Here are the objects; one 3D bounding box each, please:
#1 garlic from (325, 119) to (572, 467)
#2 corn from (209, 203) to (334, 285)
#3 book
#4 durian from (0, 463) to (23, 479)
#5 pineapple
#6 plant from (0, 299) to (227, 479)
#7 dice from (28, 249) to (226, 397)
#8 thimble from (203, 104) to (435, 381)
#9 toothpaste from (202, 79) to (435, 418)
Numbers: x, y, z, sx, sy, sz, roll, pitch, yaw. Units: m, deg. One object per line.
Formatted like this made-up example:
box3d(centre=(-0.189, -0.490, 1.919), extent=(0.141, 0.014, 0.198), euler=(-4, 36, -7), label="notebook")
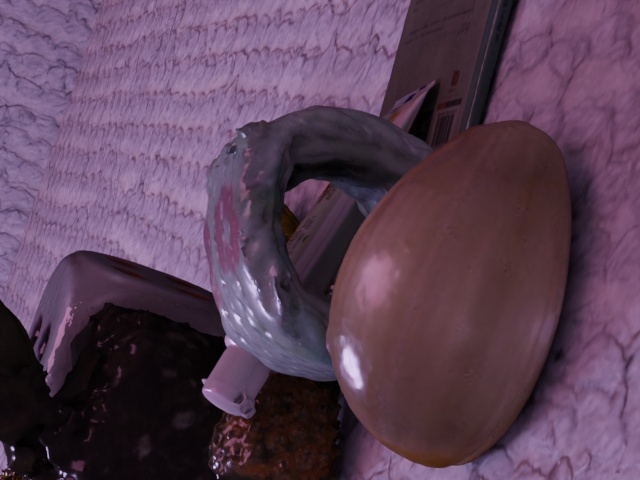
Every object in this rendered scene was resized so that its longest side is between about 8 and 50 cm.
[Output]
box3d(centre=(0.093, 0.029, 1.158), extent=(0.164, 0.145, 0.245), euler=(27, -96, -75), label="garlic")
box3d(centre=(-0.056, 0.019, 1.642), extent=(0.305, 0.106, 0.106), euler=(-119, 50, -69), label="corn")
box3d(centre=(0.108, -0.173, 1.468), extent=(0.215, 0.025, 0.283), euler=(180, 108, -71), label="book")
box3d(centre=(-0.338, 0.334, 2.148), extent=(0.158, 0.137, 0.168), euler=(-102, 35, -85), label="durian")
box3d(centre=(-0.016, 0.124, 1.433), extent=(0.108, 0.108, 0.198), euler=(-38, 25, 61), label="pineapple")
box3d(centre=(-0.200, 0.160, 1.590), extent=(0.215, 0.312, 0.213), euler=(-171, 97, -70), label="plant")
box3d(centre=(-0.204, 0.127, 1.841), extent=(0.192, 0.193, 0.194), euler=(-146, 75, -71), label="dice")
box3d(centre=(0.004, -0.002, 1.300), extent=(0.185, 0.211, 0.149), euler=(-45, 7, -19), label="thimble")
box3d(centre=(0.000, 0.000, 1.413), extent=(0.058, 0.056, 0.314), euler=(20, 67, 31), label="toothpaste")
